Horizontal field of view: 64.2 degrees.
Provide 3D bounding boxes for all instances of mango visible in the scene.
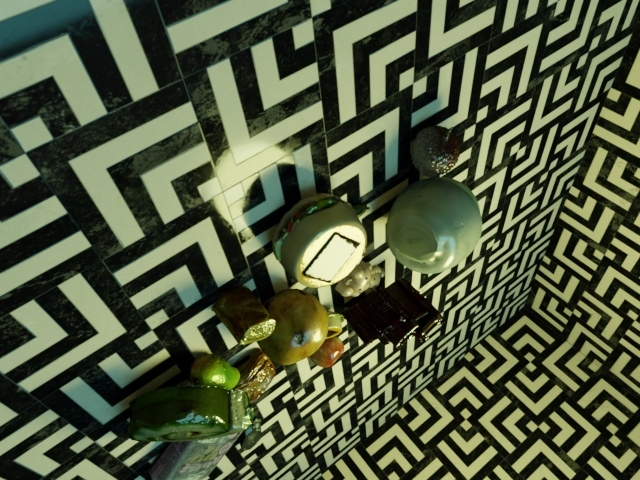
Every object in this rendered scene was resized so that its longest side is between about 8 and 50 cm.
[{"bbox_3d":[-0.350,0.443,1.696,0.232,0.111,0.126,24,71,-62],"label":"mango"}]

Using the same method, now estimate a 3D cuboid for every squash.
[{"bbox_3d":[0.087,-0.076,1.688,0.183,0.052,0.052,-31,144,-19],"label":"squash"}]

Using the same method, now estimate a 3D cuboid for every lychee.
[{"bbox_3d":[0.379,-0.296,1.669,0.165,0.165,0.197,-28,169,-25],"label":"lychee"}]

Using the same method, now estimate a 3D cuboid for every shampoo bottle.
[{"bbox_3d":[0.394,-0.051,1.791,0.317,0.322,0.323,-46,154,-43],"label":"shampoo bottle"}]

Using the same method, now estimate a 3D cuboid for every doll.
[{"bbox_3d":[0.158,0.149,1.961,0.154,0.119,0.278,-51,156,10],"label":"doll"}]

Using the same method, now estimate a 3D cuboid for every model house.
[{"bbox_3d":[0.265,0.334,2.042,0.282,0.317,0.297,-30,154,-27],"label":"model house"}]

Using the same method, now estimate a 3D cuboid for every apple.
[{"bbox_3d":[0.020,0.449,2.102,0.146,0.131,0.146,-43,159,-22],"label":"apple"}]

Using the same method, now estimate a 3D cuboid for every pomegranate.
[{"bbox_3d":[-0.098,0.288,1.707,0.260,0.260,0.261,-28,143,-24],"label":"pomegranate"}]

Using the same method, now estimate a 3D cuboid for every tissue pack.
[{"bbox_3d":[-0.455,0.779,1.949,0.259,0.122,0.361,17,114,-52],"label":"tissue pack"}]

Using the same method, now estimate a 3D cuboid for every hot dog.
[{"bbox_3d":[-0.279,0.523,1.866,0.259,0.114,0.175,-37,147,-14],"label":"hot dog"}]

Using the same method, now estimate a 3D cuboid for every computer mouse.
[{"bbox_3d":[-0.308,0.833,2.212,0.105,0.062,0.193,-14,129,-38],"label":"computer mouse"}]

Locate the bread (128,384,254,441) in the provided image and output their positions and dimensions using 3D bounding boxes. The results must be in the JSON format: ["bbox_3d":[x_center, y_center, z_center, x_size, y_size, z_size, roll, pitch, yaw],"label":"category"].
[{"bbox_3d":[-0.401,0.554,1.610,0.381,0.129,0.366,-4,153,-9],"label":"bread"}]

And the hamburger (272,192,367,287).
[{"bbox_3d":[0.000,0.000,1.548,0.301,0.170,0.302,-21,136,-21],"label":"hamburger"}]

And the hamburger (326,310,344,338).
[{"bbox_3d":[0.028,0.330,2.014,0.126,0.082,0.141,9,141,-34],"label":"hamburger"}]

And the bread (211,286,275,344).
[{"bbox_3d":[-0.230,0.224,1.549,0.131,0.172,0.103,-10,130,-40],"label":"bread"}]
